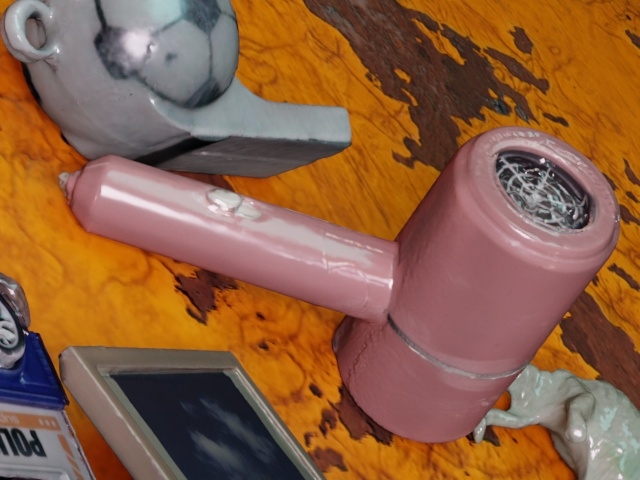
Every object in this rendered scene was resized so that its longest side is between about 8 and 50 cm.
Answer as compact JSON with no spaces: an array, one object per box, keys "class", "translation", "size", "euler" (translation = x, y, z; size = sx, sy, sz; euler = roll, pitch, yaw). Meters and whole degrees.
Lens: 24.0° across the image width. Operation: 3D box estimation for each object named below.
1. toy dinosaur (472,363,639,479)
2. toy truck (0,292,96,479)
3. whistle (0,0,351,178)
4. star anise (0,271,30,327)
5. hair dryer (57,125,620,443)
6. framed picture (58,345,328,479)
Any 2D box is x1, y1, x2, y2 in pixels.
[{"class":"toy dinosaur","translation":[0.245,0.202,1.141],"size":[0.393,0.092,0.205],"euler":[31,26,-7]},{"class":"toy truck","translation":[-0.206,0.096,0.619],"size":[0.155,0.124,0.268],"euler":[61,14,19]},{"class":"whistle","translation":[-0.108,-0.132,1.057],"size":[0.289,0.163,0.163],"euler":[1,52,-51]},{"class":"star anise","translation":[-0.215,0.017,0.790],"size":[0.141,0.042,0.141],"euler":[19,5,-2]},{"class":"hair dryer","translation":[0.000,0.000,1.003],"size":[0.352,0.210,0.125],"euler":[17,43,-16]},{"class":"framed picture","translation":[-0.035,0.143,0.837],"size":[0.209,0.019,0.281],"euler":[52,7,10]}]
